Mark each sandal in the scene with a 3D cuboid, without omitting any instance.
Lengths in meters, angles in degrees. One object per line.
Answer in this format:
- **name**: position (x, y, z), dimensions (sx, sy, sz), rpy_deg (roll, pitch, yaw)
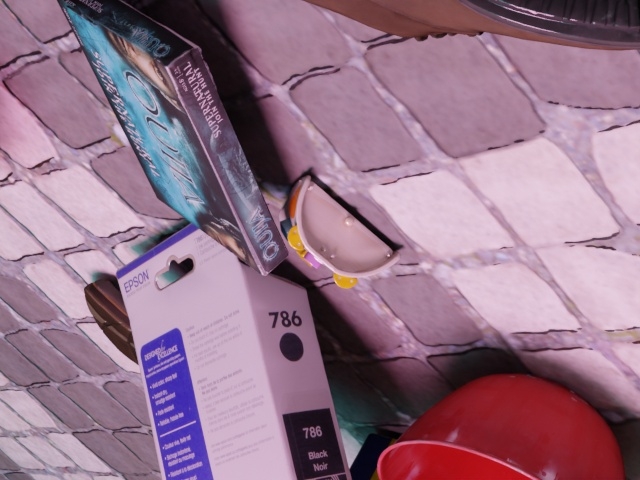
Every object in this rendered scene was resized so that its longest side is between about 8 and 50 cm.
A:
- **sandal**: position (-0.113, 0.104, 1.120), dimensions (0.219, 0.060, 0.090), rpy_deg (41, 153, 16)

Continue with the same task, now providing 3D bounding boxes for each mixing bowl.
- **mixing bowl**: position (0.141, 0.157, 0.911), dimensions (0.181, 0.098, 0.181), rpy_deg (23, 148, 15)

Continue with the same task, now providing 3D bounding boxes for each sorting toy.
- **sorting toy**: position (0.000, 0.000, 0.879), dimensions (0.083, 0.045, 0.075), rpy_deg (40, 169, -13)

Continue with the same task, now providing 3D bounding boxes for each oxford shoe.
- **oxford shoe**: position (0.065, -0.130, 0.595), dimensions (0.227, 0.083, 0.096), rpy_deg (21, 167, 21)

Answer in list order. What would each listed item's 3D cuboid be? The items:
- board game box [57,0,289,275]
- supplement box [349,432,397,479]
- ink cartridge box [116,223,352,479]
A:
- **board game box**: position (-0.092, -0.070, 0.826), dimensions (0.126, 0.026, 0.186), rpy_deg (34, 157, 40)
- **supplement box**: position (0.174, 0.316, 1.019), dimensions (0.356, 0.195, 0.194), rpy_deg (9, 143, 34)
- **ink cartridge box**: position (-0.057, 0.152, 0.968), dimensions (0.165, 0.065, 0.332), rpy_deg (-28, 72, 47)
